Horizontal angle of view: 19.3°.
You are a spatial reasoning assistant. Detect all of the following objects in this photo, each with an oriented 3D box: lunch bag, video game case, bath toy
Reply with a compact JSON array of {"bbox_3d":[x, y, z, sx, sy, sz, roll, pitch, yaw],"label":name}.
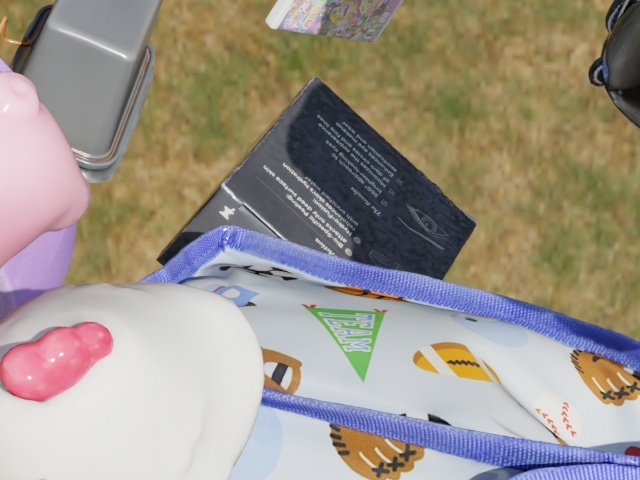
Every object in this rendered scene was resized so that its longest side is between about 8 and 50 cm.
[{"bbox_3d":[0.057,0.204,1.026,0.385,0.328,0.239,15,24,17],"label":"lunch bag"},{"bbox_3d":[0.023,-0.185,1.368,0.122,0.087,0.011,0,41,-51],"label":"video game case"},{"bbox_3d":[-0.165,-0.030,0.669,0.151,0.129,0.348,-42,73,0],"label":"bath toy"}]

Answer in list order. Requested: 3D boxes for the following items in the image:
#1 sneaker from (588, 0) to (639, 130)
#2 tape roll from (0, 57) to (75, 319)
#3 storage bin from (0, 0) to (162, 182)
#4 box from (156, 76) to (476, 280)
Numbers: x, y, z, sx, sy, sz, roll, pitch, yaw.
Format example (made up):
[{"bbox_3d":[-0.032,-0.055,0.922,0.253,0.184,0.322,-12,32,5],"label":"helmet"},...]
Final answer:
[{"bbox_3d":[0.191,-0.105,0.835,0.130,0.147,0.330,-42,43,23],"label":"sneaker"},{"bbox_3d":[-0.257,-0.007,0.875,0.274,0.275,0.090,7,44,7],"label":"tape roll"},{"bbox_3d":[-0.142,-0.120,1.124,0.098,0.091,0.135,22,41,-7],"label":"storage bin"},{"bbox_3d":[0.000,0.000,1.271,0.156,0.093,0.158,42,39,-5],"label":"box"}]
